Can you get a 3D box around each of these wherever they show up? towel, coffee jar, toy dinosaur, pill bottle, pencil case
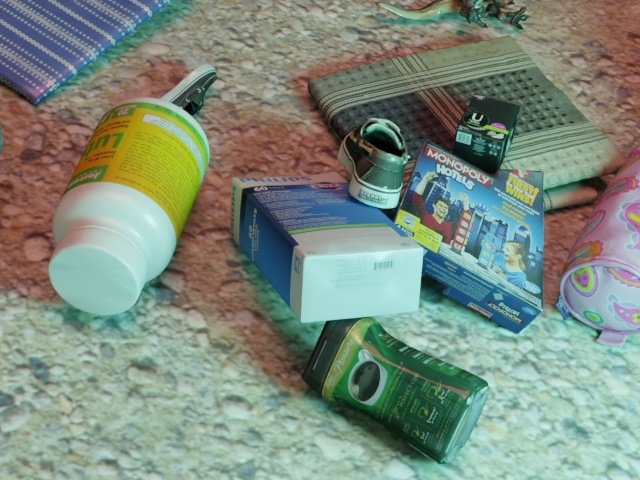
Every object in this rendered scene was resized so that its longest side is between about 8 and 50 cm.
[{"bbox_3d":[-0.347,-0.324,2.041,0.243,0.040,0.336,32,55,20],"label":"towel"},{"bbox_3d":[0.075,0.147,1.587,0.184,0.096,0.079,29,15,19],"label":"coffee jar"},{"bbox_3d":[0.218,-0.339,2.167,0.268,0.064,0.118,-23,46,-28],"label":"toy dinosaur"},{"bbox_3d":[-0.216,-0.037,1.699,0.136,0.136,0.245,13,43,3],"label":"pill bottle"},{"bbox_3d":[0.184,-0.137,1.959,0.324,0.056,0.312,-14,45,-21],"label":"towel"},{"bbox_3d":[0.373,-0.003,1.794,0.124,0.124,0.284,22,44,13],"label":"pencil case"}]

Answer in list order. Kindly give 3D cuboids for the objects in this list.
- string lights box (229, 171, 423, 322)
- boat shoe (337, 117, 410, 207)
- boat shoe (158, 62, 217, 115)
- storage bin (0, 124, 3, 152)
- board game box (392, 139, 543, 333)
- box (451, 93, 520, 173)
[{"bbox_3d":[0.000,0.000,1.674,0.133,0.076,0.259,-4,21,-19],"label":"string lights box"},{"bbox_3d":[0.069,-0.101,1.764,0.078,0.070,0.219,15,18,-9],"label":"boat shoe"},{"bbox_3d":[-0.171,-0.173,1.927,0.040,0.049,0.142,41,50,5],"label":"boat shoe"},{"bbox_3d":[-0.412,-0.089,1.730,0.091,0.135,0.098,3,42,-22],"label":"storage bin"},{"bbox_3d":[0.180,-0.022,1.757,0.194,0.060,0.194,29,50,-7],"label":"board game box"},{"bbox_3d":[0.201,-0.131,1.871,0.062,0.052,0.083,18,42,12],"label":"box"}]
